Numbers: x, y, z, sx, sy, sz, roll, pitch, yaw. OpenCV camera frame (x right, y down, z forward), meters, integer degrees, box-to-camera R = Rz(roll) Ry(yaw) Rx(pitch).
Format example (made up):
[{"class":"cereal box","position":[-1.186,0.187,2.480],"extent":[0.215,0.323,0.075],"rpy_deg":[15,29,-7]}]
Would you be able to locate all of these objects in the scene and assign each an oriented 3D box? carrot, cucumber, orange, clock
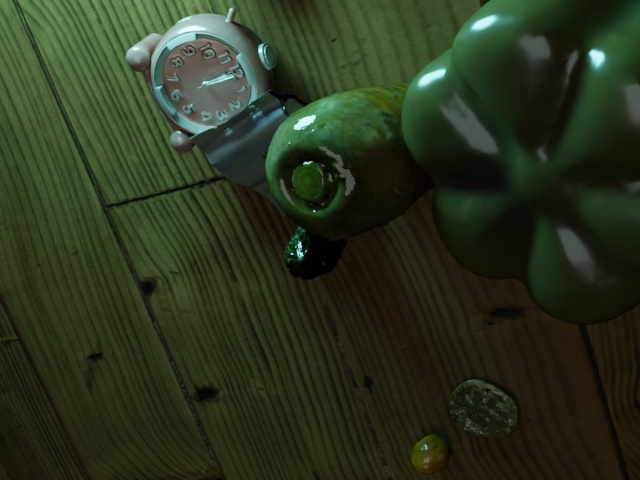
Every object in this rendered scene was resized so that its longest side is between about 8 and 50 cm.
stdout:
[{"class":"carrot","position":[0.071,-0.135,1.295],"extent":[0.224,0.341,0.224],"rpy_deg":[14,117,28]},{"class":"cucumber","position":[0.000,0.000,1.387],"extent":[0.096,0.359,0.096],"rpy_deg":[1,104,5]},{"class":"orange","position":[0.221,0.429,1.641],"extent":[0.083,0.083,0.070],"rpy_deg":[-42,77,37]},{"class":"clock","position":[-0.189,-0.303,1.491],"extent":[0.241,0.142,0.227],"rpy_deg":[-15,116,24]}]

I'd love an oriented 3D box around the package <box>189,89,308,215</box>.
[{"class":"package","position":[-0.076,-0.161,1.480],"extent":[0.204,0.062,0.251],"rpy_deg":[-26,134,31]}]

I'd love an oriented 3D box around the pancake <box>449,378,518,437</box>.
[{"class":"pancake","position":[0.314,0.324,1.575],"extent":[0.140,0.022,0.139],"rpy_deg":[13,120,25]}]

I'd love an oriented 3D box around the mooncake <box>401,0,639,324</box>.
[{"class":"mooncake","position":[0.349,-0.126,1.101],"extent":[0.467,0.262,0.467],"rpy_deg":[30,138,31]}]
